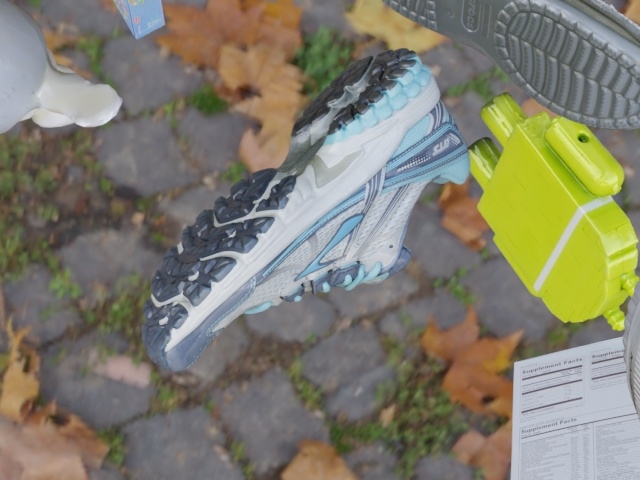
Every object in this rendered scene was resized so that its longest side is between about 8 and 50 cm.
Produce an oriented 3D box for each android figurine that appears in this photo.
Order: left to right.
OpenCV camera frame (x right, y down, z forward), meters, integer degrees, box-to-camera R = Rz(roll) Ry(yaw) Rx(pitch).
[{"bbox_3d":[0.255,-0.025,1.630,0.056,0.248,0.273,-24,64,-24],"label":"android figurine"}]

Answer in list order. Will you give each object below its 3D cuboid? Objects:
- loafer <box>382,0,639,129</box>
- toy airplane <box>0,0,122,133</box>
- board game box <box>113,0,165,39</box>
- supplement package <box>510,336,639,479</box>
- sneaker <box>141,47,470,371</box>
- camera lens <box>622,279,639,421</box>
[{"bbox_3d":[0.154,-0.171,1.087,0.251,0.094,0.087,35,56,18],"label":"loafer"},{"bbox_3d":[-0.069,-0.204,0.530,0.384,0.386,0.272,-33,73,-26],"label":"toy airplane"},{"bbox_3d":[-0.216,-0.314,1.419,0.039,0.160,0.211,-28,74,-10],"label":"board game box"},{"bbox_3d":[0.351,0.279,1.772,0.198,0.199,0.263,-16,41,23],"label":"supplement package"},{"bbox_3d":[0.000,0.000,1.050,0.283,0.110,0.122,-45,112,-11],"label":"sneaker"},{"bbox_3d":[0.324,0.106,0.947,0.219,0.219,0.274,13,18,-10],"label":"camera lens"}]
